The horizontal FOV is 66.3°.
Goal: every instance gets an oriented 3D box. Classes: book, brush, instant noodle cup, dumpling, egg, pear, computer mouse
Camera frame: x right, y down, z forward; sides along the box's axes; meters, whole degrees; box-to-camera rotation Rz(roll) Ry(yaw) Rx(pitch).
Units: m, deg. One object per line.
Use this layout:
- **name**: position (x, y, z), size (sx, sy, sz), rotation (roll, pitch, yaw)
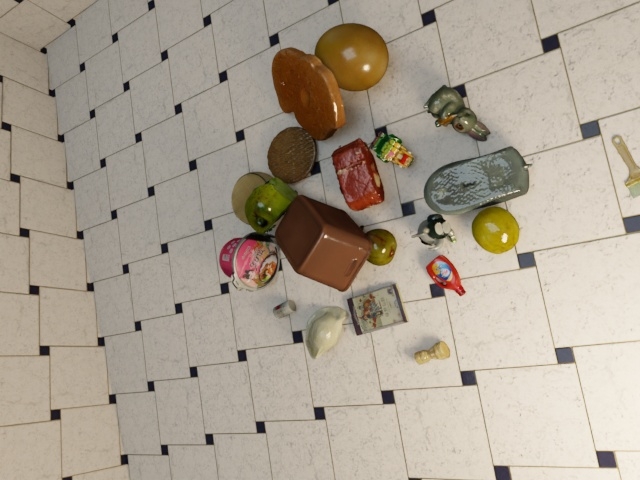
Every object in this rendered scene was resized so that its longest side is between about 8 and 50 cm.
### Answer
- **book**: position (0.223, 0.278, 1.951), size (0.231, 0.026, 0.157), rotation (-22, 77, 28)
- **brush**: position (0.972, -0.239, 1.533), size (0.083, 0.011, 0.205), rotation (-29, 73, 28)
- **instant noodle cup**: position (-0.335, 0.085, 2.185), size (0.182, 0.302, 0.258), rotation (6, 124, 44)
- **dumpling**: position (0.004, 0.375, 2.027), size (0.167, 0.126, 0.215), rotation (24, 104, 46)
- **egg**: position (0.118, -0.722, 1.930), size (0.323, 0.250, 0.250), rotation (31, 103, 38)
- **pear**: position (0.598, -0.035, 1.673), size (0.149, 0.149, 0.162), rotation (-35, 83, 25)
- **computer mouse**: position (0.552, -0.199, 1.720), size (0.371, 0.122, 0.188), rotation (-17, 78, 22)
- **pear**: position (-0.235, -0.132, 2.022), size (0.164, 0.255, 0.238), rotation (44, 109, -2)

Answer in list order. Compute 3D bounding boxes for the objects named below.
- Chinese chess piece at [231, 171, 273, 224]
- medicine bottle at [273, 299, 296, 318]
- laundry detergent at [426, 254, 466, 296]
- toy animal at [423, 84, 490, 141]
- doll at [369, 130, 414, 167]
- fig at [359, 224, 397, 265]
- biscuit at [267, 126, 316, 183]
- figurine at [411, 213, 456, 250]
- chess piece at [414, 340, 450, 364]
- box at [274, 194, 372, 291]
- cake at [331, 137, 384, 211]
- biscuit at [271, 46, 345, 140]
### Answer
- **Chinese chess piece**: position (-0.294, -0.190, 2.239), size (0.250, 0.103, 0.249), rotation (-1, 89, 31)
- **medicine bottle**: position (-0.158, 0.304, 2.159), size (0.091, 0.058, 0.058), rotation (-29, 74, 27)
- **laundry detergent**: position (0.466, 0.138, 1.798), size (0.097, 0.049, 0.165), rotation (-47, 67, 28)
- **toy animal**: position (0.501, -0.451, 1.768), size (0.251, 0.125, 0.127), rotation (39, 136, 20)
- **doll**: position (0.278, -0.348, 1.895), size (0.186, 0.134, 0.106), rotation (39, 105, 19)
- **fig**: position (0.204, 0.011, 1.906), size (0.187, 0.142, 0.147), rotation (23, 73, 17)
- **biscuit**: position (-0.126, -0.380, 2.184), size (0.262, 0.037, 0.261), rotation (-1, 88, 31)
- **figurine**: position (0.410, -0.031, 1.775), size (0.147, 0.192, 0.126), rotation (-18, 90, -9)
- **chess piece**: position (0.411, 0.422, 1.813), size (0.122, 0.066, 0.066), rotation (-31, 72, 32)
- **box**: position (0.000, 0.000, 1.903), size (0.239, 0.230, 0.339), rotation (-58, 35, 15)
- **cake**: position (0.156, -0.258, 1.931), size (0.151, 0.177, 0.282), rotation (-23, 82, 28)
- **biscuit**: position (-0.052, -0.608, 2.016), size (0.078, 0.349, 0.455), rotation (-32, 61, -21)
